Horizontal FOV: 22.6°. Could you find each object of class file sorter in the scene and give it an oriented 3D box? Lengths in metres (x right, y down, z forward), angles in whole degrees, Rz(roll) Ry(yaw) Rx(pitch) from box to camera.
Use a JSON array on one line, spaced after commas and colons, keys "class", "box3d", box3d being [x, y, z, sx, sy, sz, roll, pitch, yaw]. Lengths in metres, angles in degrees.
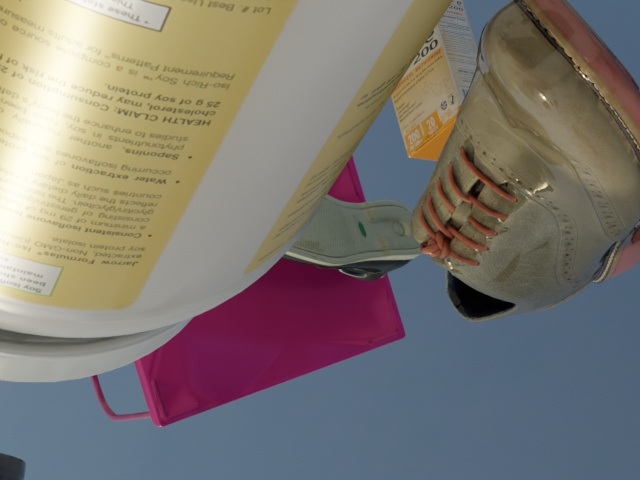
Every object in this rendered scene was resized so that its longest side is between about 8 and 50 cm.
[{"class": "file sorter", "box3d": [-0.101, 0.053, 1.674, 0.182, 0.291, 0.202, -13, -86, 62]}]

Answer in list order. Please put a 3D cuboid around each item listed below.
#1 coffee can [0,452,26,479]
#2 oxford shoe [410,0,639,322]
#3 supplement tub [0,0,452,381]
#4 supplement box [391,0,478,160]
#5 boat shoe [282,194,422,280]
[{"class": "coffee can", "box3d": [-0.314, 0.284, 1.104, 0.201, 0.201, 0.275, -11, -109, 42]}, {"class": "oxford shoe", "box3d": [0.117, -0.026, 0.913, 0.130, 0.348, 0.123, -34, -114, -4]}, {"class": "supplement tub", "box3d": [-0.077, -0.112, 0.582, 0.331, 0.241, 0.241, 125, -25, -51]}, {"class": "supplement box", "box3d": [0.078, -0.112, 1.095, 0.062, 0.036, 0.098, -40, -124, 44]}, {"class": "boat shoe", "box3d": [0.000, 0.000, 1.539, 0.079, 0.233, 0.084, -33, -117, 38]}]
